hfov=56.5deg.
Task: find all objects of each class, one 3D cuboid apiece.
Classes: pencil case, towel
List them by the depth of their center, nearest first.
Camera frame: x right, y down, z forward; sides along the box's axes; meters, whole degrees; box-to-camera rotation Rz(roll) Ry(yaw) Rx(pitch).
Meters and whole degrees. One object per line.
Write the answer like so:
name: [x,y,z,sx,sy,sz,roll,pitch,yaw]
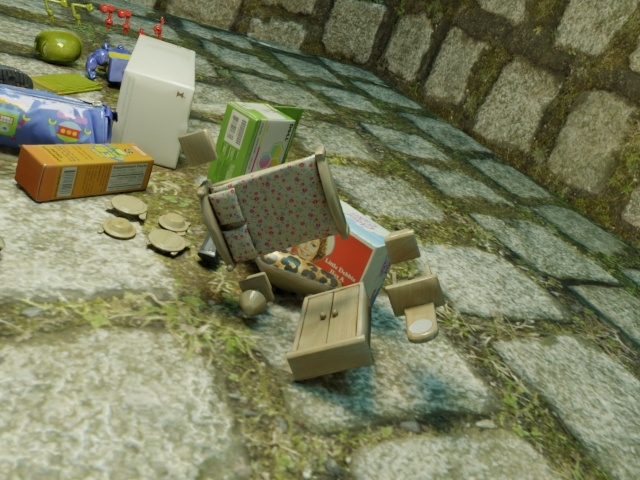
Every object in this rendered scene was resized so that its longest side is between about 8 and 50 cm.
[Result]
pencil case: [-0.548,-0.233,1.135,0.306,0.133,0.119,10,29,-23]
towel: [-0.668,-0.399,1.506,0.102,0.021,0.237,27,25,10]

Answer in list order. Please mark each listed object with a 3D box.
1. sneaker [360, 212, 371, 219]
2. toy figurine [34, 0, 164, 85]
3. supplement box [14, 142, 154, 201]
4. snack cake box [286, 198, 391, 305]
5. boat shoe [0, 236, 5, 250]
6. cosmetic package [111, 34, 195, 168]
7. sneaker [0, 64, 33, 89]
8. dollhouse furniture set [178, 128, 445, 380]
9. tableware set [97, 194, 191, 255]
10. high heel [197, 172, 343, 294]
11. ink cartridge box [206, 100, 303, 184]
sneaker: [0.032,-0.023,1.261,0.121,0.079,0.217,21,16,6]
toy figurine: [-0.571,-0.520,1.648,0.362,0.191,0.217,-1,38,-39]
supplement box: [-0.425,-0.131,1.094,0.078,0.080,0.233,37,26,24]
snack cake box: [0.000,0.000,1.085,0.264,0.152,0.089,36,28,27]
boat shoe: [-0.500,-0.019,0.850,0.137,0.049,0.043,37,71,24]
cosmetic package: [-0.386,-0.339,1.408,0.155,0.197,0.365,14,25,-17]
sneaker: [-0.737,-0.319,1.180,0.131,0.112,0.319,34,26,17]
dollhouse furniture set: [-0.013,-0.007,0.836,0.303,0.355,0.174,-15,21,12]
tableware set: [-0.306,-0.028,1.053,0.169,0.020,0.141,19,27,-8]
high heel: [-0.063,-0.016,1.040,0.261,0.093,0.186,19,65,5]
ink cartridge box: [-0.117,-0.211,1.372,0.097,0.189,0.255,35,27,28]
